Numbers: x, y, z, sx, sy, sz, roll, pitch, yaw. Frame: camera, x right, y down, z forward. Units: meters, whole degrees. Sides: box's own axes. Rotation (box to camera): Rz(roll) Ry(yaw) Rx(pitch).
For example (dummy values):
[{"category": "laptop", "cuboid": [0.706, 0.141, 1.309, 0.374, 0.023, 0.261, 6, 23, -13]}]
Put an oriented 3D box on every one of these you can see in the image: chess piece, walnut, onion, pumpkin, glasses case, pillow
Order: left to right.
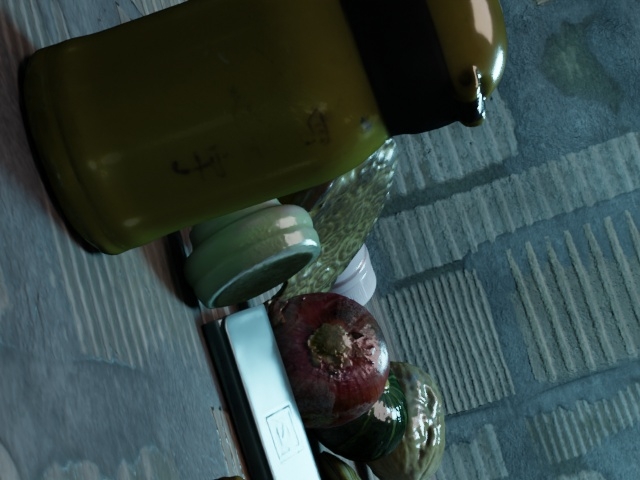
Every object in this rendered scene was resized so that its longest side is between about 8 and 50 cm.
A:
[{"category": "chess piece", "cuboid": [-0.118, -0.076, 1.155, 0.272, 0.139, 0.139, 61, 4, 13]}, {"category": "glasses case", "cuboid": [-0.047, 0.201, 1.174, 0.105, 0.056, 0.266, -5, 76, -84]}, {"category": "onion", "cuboid": [-0.004, 0.146, 1.300, 0.195, 0.159, 0.159, 107, -30, -65]}, {"category": "pumpkin", "cuboid": [0.045, 0.223, 1.553, 0.125, 0.167, 0.167, -60, -157, 30]}, {"category": "pillow", "cuboid": [0.065, 0.373, 1.572, 0.113, 0.038, 0.203, 52, -3, 43]}, {"category": "walnut", "cuboid": [0.131, 0.314, 1.929, 0.178, 0.178, 0.230, 63, 15, -55]}]

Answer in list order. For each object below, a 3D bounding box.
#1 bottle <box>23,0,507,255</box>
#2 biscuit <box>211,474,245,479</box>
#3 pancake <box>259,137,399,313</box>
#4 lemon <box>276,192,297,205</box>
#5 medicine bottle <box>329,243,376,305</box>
[{"category": "bottle", "cuboid": [-0.031, -0.120, 0.874, 0.171, 0.351, 0.171, -18, 90, -85]}, {"category": "biscuit", "cuboid": [-0.008, 0.400, 0.858, 0.283, 0.064, 0.432, -93, 161, -51]}, {"category": "pancake", "cuboid": [0.000, 0.000, 1.323, 0.033, 0.286, 0.288, 39, -3, 17]}, {"category": "lemon", "cuboid": [-0.055, -0.105, 1.353, 0.231, 0.192, 0.192, 62, 11, -65]}, {"category": "medicine bottle", "cuboid": [-0.003, -0.003, 1.781, 0.133, 0.133, 0.250, -101, 169, -47]}]
